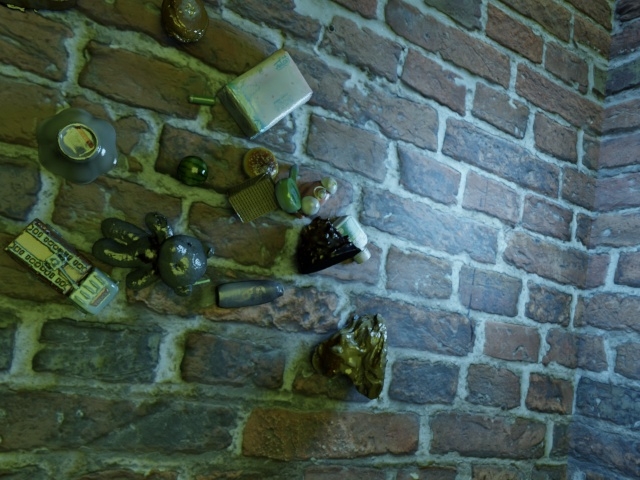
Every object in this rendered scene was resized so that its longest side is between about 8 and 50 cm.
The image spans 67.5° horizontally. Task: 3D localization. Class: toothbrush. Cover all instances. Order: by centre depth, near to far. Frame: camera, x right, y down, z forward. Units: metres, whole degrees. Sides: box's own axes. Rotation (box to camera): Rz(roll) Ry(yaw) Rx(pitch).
[{"bbox_3d":[0.087,0.339,1.822,0.162,0.014,0.017,-40,121,-22],"label":"toothbrush"}]

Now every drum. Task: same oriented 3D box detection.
[{"bbox_3d":[-0.110,-0.202,1.626,0.130,0.049,0.253,55,24,-46],"label":"drum"}]

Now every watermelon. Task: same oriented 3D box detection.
[{"bbox_3d":[-0.405,-0.220,1.536,0.108,0.109,0.109,1,88,-28],"label":"watermelon"}]

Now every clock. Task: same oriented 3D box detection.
[{"bbox_3d":[-0.029,-0.157,1.693,0.093,0.162,0.166,48,68,-15],"label":"clock"}]

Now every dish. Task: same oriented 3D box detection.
[{"bbox_3d":[-0.702,-0.281,1.389,0.229,0.081,0.230,1,87,-28],"label":"dish"}]

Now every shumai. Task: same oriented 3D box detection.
[{"bbox_3d":[0.106,0.400,1.756,0.262,0.267,0.314,10,59,0],"label":"shumai"}]

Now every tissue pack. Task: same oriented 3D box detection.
[{"bbox_3d":[-0.185,-0.501,1.644,0.271,0.124,0.202,-43,111,-23],"label":"tissue pack"}]

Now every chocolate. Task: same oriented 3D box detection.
[{"bbox_3d":[0.000,0.000,1.691,0.224,0.206,0.177,-26,78,13],"label":"chocolate"}]

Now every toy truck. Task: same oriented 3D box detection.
[{"bbox_3d":[-0.708,0.080,1.329,0.305,0.162,0.136,45,69,-19],"label":"toy truck"}]

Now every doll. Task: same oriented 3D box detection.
[{"bbox_3d":[-0.501,0.036,1.442,0.340,0.158,0.246,27,64,-22],"label":"doll"}]

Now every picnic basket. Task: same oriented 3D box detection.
[{"bbox_3d":[-0.218,-0.143,1.592,0.164,0.079,0.115,-25,120,2],"label":"picnic basket"}]

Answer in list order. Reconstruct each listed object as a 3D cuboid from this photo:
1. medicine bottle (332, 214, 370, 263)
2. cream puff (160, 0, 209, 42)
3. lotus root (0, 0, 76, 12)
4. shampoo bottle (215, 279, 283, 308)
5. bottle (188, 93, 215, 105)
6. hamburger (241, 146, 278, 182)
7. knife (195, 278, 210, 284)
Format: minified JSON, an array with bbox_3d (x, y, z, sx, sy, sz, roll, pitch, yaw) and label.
[{"bbox_3d":[0.115,0.000,1.815,0.119,0.069,0.183,-43,109,-26],"label":"medicine bottle"},{"bbox_3d":[-0.436,-0.706,1.521,0.150,0.115,0.165,35,64,-30],"label":"cream puff"},{"bbox_3d":[-0.832,-0.823,1.328,0.390,0.111,0.375,-48,114,-22],"label":"lotus root"},{"bbox_3d":[-0.240,0.180,1.634,0.233,0.049,0.087,-3,92,-28],"label":"shampoo bottle"},{"bbox_3d":[-0.393,-0.466,1.584,0.083,0.030,0.031,0,89,-27],"label":"bottle"},{"bbox_3d":[-0.206,-0.252,1.646,0.126,0.081,0.141,-10,93,-26],"label":"hamburger"},{"bbox_3d":[-0.408,0.138,1.573,0.090,0.005,0.014,-11,95,-27],"label":"knife"}]
